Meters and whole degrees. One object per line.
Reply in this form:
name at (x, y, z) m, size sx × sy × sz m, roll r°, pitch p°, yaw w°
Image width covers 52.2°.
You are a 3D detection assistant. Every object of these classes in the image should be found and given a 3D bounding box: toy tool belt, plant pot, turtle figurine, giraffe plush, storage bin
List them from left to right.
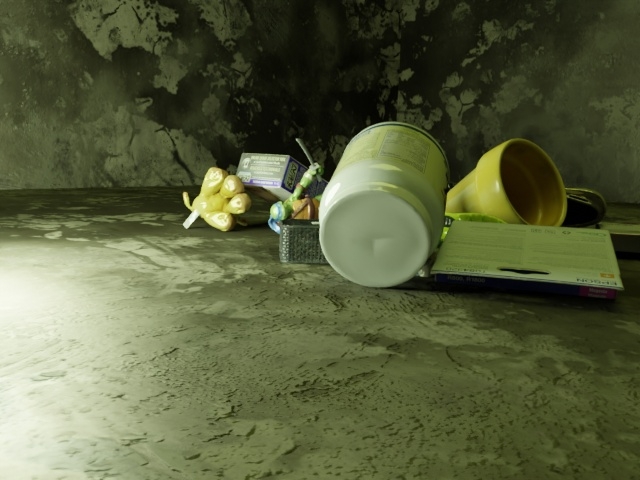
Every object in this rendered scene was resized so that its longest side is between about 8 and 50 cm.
giraffe plush at (-0.280, -0.100, 1.916) m, size 0.210 × 0.181 × 0.170 m, roll -31°, pitch -13°, yaw 17°
storage bin at (0.000, 0.000, 1.461) m, size 0.180 × 0.084 × 0.122 m, roll 2°, pitch 9°, yaw -6°
turtle figurine at (0.017, -0.101, 1.783) m, size 0.266 × 0.274 × 0.197 m, roll 0°, pitch 42°, yaw -41°
toy tool belt at (0.198, 0.043, 1.326) m, size 0.083 × 0.051 × 0.052 m, roll 7°, pitch 10°, yaw 32°
plant pot at (0.460, -0.101, 1.692) m, size 0.254 × 0.253 × 0.239 m, roll -4°, pitch -16°, yaw -36°

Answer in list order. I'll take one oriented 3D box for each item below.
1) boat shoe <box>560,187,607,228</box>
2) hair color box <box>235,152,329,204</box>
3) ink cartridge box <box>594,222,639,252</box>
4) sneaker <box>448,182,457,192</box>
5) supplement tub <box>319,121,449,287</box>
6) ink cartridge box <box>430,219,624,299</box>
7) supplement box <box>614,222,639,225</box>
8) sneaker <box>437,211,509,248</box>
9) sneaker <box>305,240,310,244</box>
boat shoe at (0.597, -0.094, 1.799) m, size 0.356 × 0.132 × 0.130 m, roll -2°, pitch 9°, yaw 21°
hair color box at (-0.086, -0.157, 2.025) m, size 0.185 × 0.110 × 0.339 m, roll 8°, pitch -13°, yaw 35°
ink cartridge box at (0.876, 0.004, 1.686) m, size 0.297 × 0.066 × 0.261 m, roll 4°, pitch 9°, yaw 17°
sneaker at (0.439, -0.109, 2.162) m, size 0.283 × 0.107 × 0.124 m, roll 20°, pitch -13°, yaw -31°
supplement tub at (0.128, -0.077, 1.283) m, size 0.236 × 0.235 × 0.324 m, roll 4°, pitch 30°, yaw 12°
ink cartridge box at (0.395, 0.044, 1.267) m, size 0.324 × 0.071 × 0.330 m, roll 5°, pitch 21°, yaw 18°
supplement box at (0.883, -0.022, 1.893) m, size 0.083 × 0.054 × 0.043 m, roll -5°, pitch 12°, yaw -36°
sneaker at (0.347, -0.016, 1.535) m, size 0.296 × 0.109 × 0.124 m, roll 19°, pitch 6°, yaw 36°
sneaker at (0.072, -0.093, 1.585) m, size 0.282 × 0.162 × 0.106 m, roll -22°, pitch -4°, yaw -1°
